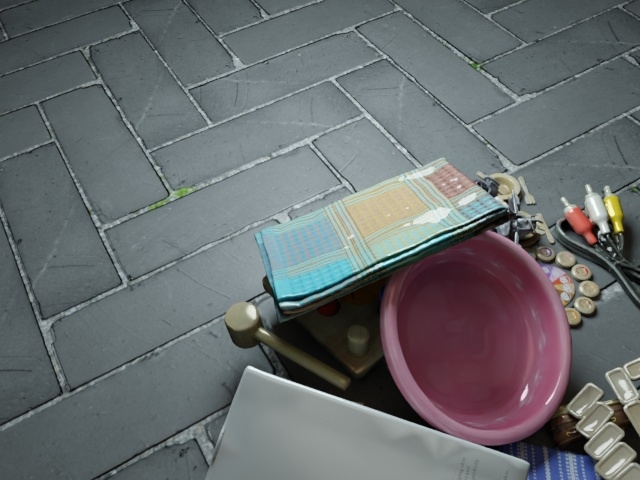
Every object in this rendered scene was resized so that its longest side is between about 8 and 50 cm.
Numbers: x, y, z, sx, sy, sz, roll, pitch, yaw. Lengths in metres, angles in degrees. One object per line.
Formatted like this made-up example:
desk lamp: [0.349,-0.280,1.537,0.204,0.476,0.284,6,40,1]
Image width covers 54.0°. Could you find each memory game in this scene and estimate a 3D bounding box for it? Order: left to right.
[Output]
memory game: [0.420,0.082,1.163,0.186,0.012,0.186,-2,50,2]

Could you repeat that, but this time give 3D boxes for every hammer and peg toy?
hammer and peg toy: [0.033,0.115,1.086,0.361,0.127,0.266,-37,60,-24]

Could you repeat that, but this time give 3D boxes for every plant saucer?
plant saucer: [0.235,0.146,0.983,0.331,0.084,0.332,7,70,-20]

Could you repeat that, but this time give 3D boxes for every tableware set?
tableware set: [0.382,-0.070,1.271,0.128,0.039,0.194,-7,51,-3]

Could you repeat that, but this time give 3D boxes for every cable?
cable: [0.541,0.020,1.170,0.139,0.072,0.287,-16,52,-3]

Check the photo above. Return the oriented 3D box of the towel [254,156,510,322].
towel: [0.078,-0.021,1.009,0.370,0.040,0.271,-24,28,-2]

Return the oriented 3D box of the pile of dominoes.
pile of dominoes: [0.478,0.287,0.879,0.195,0.040,0.251,-28,41,13]

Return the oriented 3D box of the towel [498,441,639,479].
towel: [0.417,0.389,0.852,0.335,0.040,0.243,8,32,9]

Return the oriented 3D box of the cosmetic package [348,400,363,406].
cosmetic package: [0.039,0.312,0.967,0.041,0.060,0.115,7,53,8]

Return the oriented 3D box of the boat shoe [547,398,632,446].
boat shoe: [0.441,0.283,0.970,0.177,0.064,0.060,-8,56,5]

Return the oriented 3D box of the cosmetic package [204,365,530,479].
cosmetic package: [0.050,0.331,0.831,0.384,0.156,0.217,18,74,11]

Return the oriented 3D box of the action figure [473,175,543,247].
action figure: [0.277,-0.035,1.198,0.284,0.099,0.185,3,52,11]
